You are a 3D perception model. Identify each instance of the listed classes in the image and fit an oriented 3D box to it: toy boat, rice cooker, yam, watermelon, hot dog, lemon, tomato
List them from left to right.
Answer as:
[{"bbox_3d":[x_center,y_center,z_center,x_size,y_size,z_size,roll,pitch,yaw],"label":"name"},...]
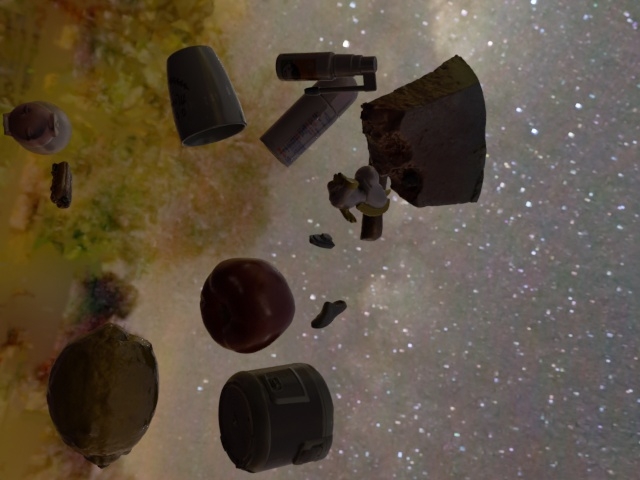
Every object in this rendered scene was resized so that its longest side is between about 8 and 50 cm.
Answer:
[{"bbox_3d":[-0.720,-0.153,1.741,0.188,0.055,0.072,-112,-158,-47],"label":"hot dog"},{"bbox_3d":[-0.537,0.376,1.552,0.316,0.285,0.285,-55,-157,-1],"label":"lemon"},{"bbox_3d":[-0.202,0.188,1.839,0.298,0.226,0.299,9,-76,40],"label":"tomato"},{"bbox_3d":[-0.128,0.558,2.005,0.335,0.325,0.336,0,-89,57],"label":"rice cooker"},{"bbox_3d":[0.000,0.000,2.512,0.060,0.141,0.055,-52,-125,21],"label":"toy boat"},{"bbox_3d":[0.178,-0.173,1.962,0.081,0.081,0.357,-168,-96,-68],"label":"yam"},{"bbox_3d":[0.244,-0.200,1.271,0.151,0.301,0.264,32,-37,42],"label":"watermelon"}]

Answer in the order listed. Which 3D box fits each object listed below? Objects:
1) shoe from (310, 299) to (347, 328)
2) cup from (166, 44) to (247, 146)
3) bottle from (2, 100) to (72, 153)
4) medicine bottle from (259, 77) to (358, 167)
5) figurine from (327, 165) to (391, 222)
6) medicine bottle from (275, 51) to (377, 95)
[{"bbox_3d":[0.028,0.275,2.480,0.079,0.195,0.078,1,-67,45],"label":"shoe"},{"bbox_3d":[-0.341,-0.385,1.732,0.258,0.186,0.234,-22,-94,55],"label":"cup"},{"bbox_3d":[-0.762,-0.307,1.687,0.236,0.147,0.148,-155,-100,-76],"label":"bottle"},{"bbox_3d":[-0.025,-0.384,1.922,0.341,0.130,0.130,-44,-154,1],"label":"medicine bottle"},{"bbox_3d":[0.103,-0.117,1.559,0.109,0.178,0.130,-16,-89,54],"label":"figurine"},{"bbox_3d":[0.014,-0.362,1.362,0.061,0.220,0.092,-53,142,-55],"label":"medicine bottle"}]
